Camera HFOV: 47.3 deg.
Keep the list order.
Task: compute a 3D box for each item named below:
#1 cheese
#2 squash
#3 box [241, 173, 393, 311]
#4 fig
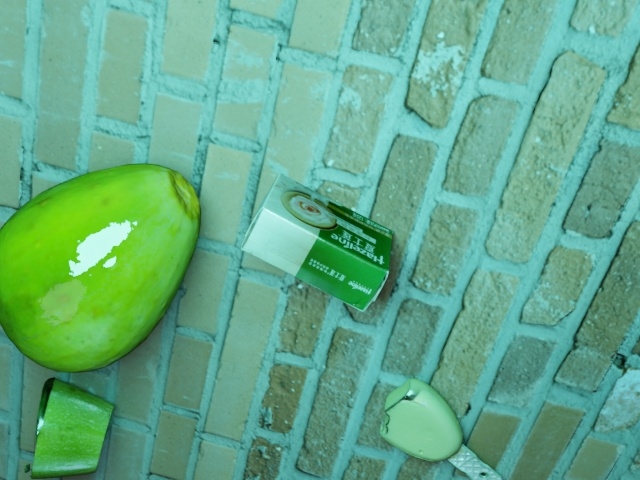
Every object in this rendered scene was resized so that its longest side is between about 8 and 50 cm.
[{"bbox_3d":[0.204,0.340,1.220,0.255,0.050,0.127,43,114,-12],"label":"cheese"},{"bbox_3d":[-0.432,0.331,1.257,0.123,0.170,0.170,16,118,-12],"label":"squash"},{"bbox_3d":[0.000,0.000,1.038,0.199,0.135,0.081,25,116,-5],"label":"box"},{"bbox_3d":[-0.309,0.025,1.042,0.326,0.258,0.258,-41,105,4],"label":"fig"}]
